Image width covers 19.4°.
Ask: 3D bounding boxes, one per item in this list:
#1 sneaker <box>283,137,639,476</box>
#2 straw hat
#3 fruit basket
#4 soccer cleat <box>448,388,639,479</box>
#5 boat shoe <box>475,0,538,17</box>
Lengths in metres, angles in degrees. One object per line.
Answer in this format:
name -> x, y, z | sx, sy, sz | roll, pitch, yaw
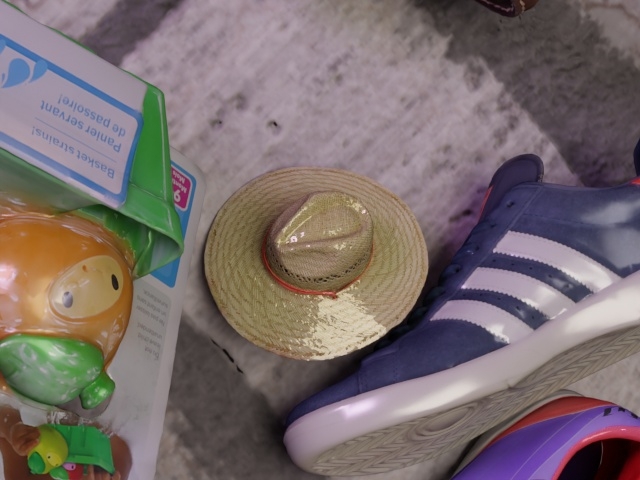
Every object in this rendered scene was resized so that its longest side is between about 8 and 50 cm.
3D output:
sneaker -> 0.116, 0.034, 1.253 | 0.350, 0.131, 0.148 | -24, 72, -16
straw hat -> 0.000, 0.000, 1.172 | 0.144, 0.061, 0.144 | 2, 67, -5
fruit basket -> -0.203, 0.032, 0.983 | 0.327, 0.165, 0.353 | 30, 48, -30
soccer cleat -> 0.100, 0.217, 1.235 | 0.318, 0.116, 0.108 | -41, 110, -22
boat shoe -> -0.007, -0.220, 1.176 | 0.342, 0.123, 0.123 | 30, 85, -22
